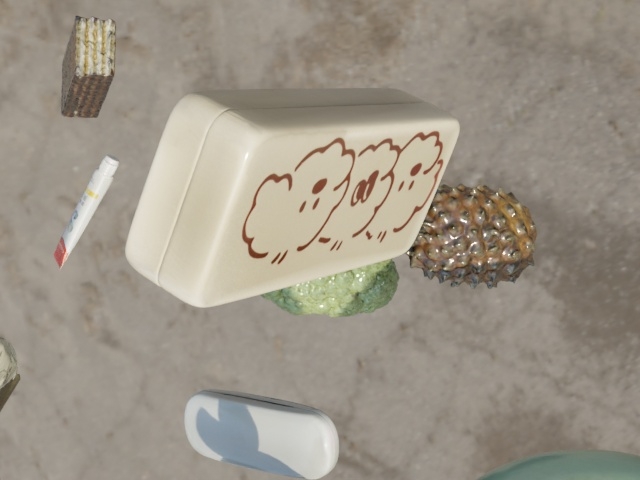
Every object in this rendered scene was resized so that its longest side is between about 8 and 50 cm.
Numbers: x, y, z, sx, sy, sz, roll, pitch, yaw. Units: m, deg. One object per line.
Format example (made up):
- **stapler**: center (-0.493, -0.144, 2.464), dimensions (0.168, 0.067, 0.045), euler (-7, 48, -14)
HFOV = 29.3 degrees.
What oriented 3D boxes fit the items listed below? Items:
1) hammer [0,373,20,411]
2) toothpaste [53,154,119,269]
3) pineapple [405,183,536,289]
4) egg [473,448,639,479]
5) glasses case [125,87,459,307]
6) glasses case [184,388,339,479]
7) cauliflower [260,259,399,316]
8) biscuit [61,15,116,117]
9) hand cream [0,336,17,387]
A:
- **hammer**: center (-0.466, 0.293, 1.598), dimensions (0.027, 0.297, 0.125), euler (5, 142, 20)
- **toothpaste**: center (-0.357, -0.044, 1.851), dimensions (0.190, 0.031, 0.048), euler (-59, 37, 14)
- **pineapple**: center (0.155, -0.017, 1.866), dimensions (0.175, 0.361, 0.175), euler (-172, 90, -68)
- **egg**: center (0.293, 0.373, 1.370), dimensions (0.389, 0.276, 0.276), euler (-9, 95, 19)
- **glasses case**: center (-0.008, -0.044, 0.968), dimensions (0.076, 0.336, 0.144), euler (31, 112, 24)
- **glasses case**: center (-0.067, 0.209, 1.331), dimensions (0.197, 0.049, 0.076), euler (5, 103, 33)
- **cauliflower**: center (0.000, 0.000, 2.027), dimensions (0.275, 0.272, 0.250), euler (96, 176, -54)
- **biscuit**: center (-0.400, -0.294, 2.108), dimensions (0.252, 0.070, 0.106), euler (146, 124, -69)
- **hand cream**: center (-0.328, 0.121, 1.130), dimensions (0.052, 0.248, 0.075), euler (23, 90, 0)
